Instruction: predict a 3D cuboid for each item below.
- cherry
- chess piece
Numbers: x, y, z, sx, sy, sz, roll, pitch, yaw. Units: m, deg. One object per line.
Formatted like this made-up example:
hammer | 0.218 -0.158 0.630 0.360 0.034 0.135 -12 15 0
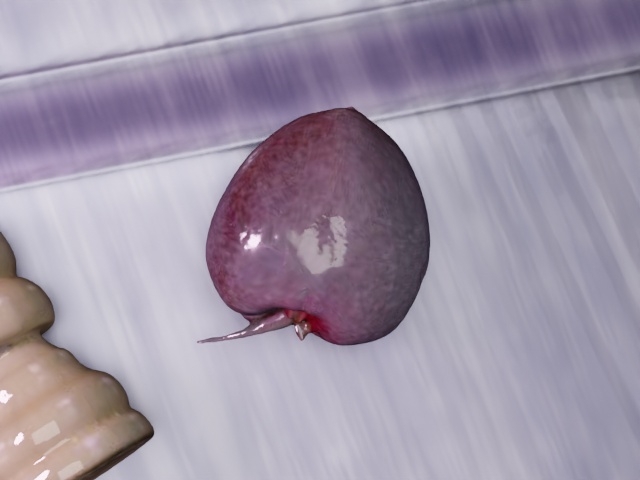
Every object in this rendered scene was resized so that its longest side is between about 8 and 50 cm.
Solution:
cherry | 0.000 0.000 1.713 0.213 0.183 0.266 19 89 -9
chess piece | -0.309 0.111 1.710 0.167 0.167 0.299 -34 83 -6
